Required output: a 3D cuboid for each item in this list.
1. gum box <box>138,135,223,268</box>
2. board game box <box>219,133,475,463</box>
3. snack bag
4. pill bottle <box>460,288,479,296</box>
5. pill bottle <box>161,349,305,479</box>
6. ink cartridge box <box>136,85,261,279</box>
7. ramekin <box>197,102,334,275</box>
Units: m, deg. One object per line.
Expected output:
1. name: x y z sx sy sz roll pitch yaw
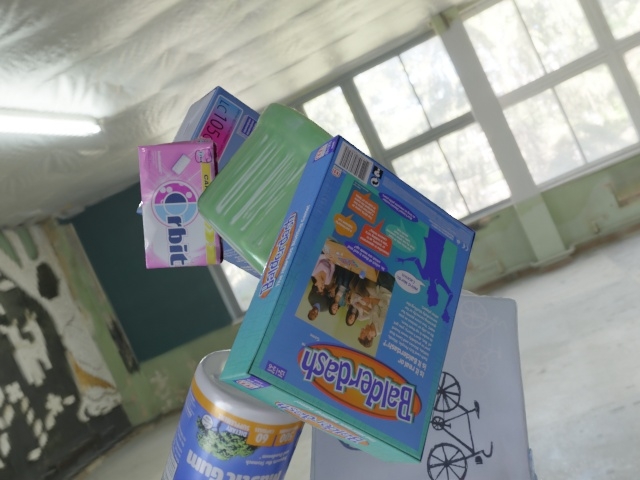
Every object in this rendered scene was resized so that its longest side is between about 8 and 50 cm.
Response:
1. gum box: -0.204 -0.057 0.993 0.107 0.188 0.062 -3 5 -3
2. board game box: 0.033 0.045 0.533 0.047 0.160 0.210 -25 38 53
3. snack bag: 0.157 0.225 1.049 0.343 0.323 0.037 2 -23 -3
4. pill bottle: 0.192 0.292 1.318 0.407 0.229 0.229 -47 10 -23
5. pill bottle: -0.121 0.293 0.870 0.152 0.272 0.152 17 14 -5
6. ink cartridge box: -0.129 -0.087 1.388 0.151 0.395 0.270 -6 57 56
7. ramekin: 0.000 0.000 0.785 0.148 0.303 0.303 -46 2 -4
